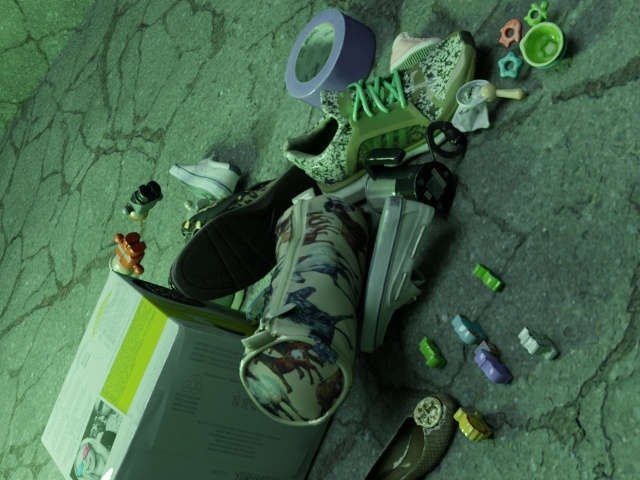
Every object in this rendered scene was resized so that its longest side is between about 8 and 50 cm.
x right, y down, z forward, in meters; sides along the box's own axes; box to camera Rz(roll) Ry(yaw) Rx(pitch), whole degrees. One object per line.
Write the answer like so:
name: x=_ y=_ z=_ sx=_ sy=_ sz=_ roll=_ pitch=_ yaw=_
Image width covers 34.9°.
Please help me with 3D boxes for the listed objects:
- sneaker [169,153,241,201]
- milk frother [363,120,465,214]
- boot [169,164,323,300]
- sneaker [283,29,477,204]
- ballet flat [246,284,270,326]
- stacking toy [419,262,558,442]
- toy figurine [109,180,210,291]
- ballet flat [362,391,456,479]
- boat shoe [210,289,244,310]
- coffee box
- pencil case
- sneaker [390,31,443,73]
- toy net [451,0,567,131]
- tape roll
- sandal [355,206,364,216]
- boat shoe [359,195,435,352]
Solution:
sneaker: x=-0.251 y=-0.145 z=2.283 sx=0.091 sy=0.094 sz=0.258 roll=-53 pitch=35 yaw=-11
milk frother: x=0.158 y=-0.117 z=1.665 sx=0.143 sy=0.129 sz=0.135 roll=-33 pitch=19 yaw=-29
boot: x=-0.175 y=-0.002 z=1.916 sx=0.377 sy=0.138 sz=0.284 roll=-45 pitch=15 yaw=-31
sneaker: x=0.091 y=-0.214 z=1.718 sx=0.410 sy=0.182 sz=0.158 roll=-42 pitch=42 yaw=32
ballet flat: x=-0.050 y=0.096 z=1.773 sx=0.070 sy=0.070 sz=0.188 roll=-26 pitch=8 yaw=46
stacking toy: x=0.223 y=0.151 z=1.436 sx=0.167 sy=0.052 sz=0.221 roll=-55 pitch=34 yaw=19
toy figurine: x=-0.339 y=-0.003 z=2.204 sx=0.148 sy=0.213 sz=0.209 roll=132 pitch=149 yaw=-56
ballet flat: x=0.113 y=0.322 z=1.489 sx=0.249 sy=0.058 sz=0.084 roll=-56 pitch=35 yaw=18
boat shoe: x=-0.268 y=0.202 z=2.075 sx=0.319 sy=0.099 sz=0.116 roll=-62 pitch=33 yaw=9
coffee box: x=-0.223 y=0.285 z=1.740 sx=0.334 sy=0.338 sz=0.338 roll=26 pitch=94 yaw=57
pencil case: x=-0.017 y=0.088 z=1.603 sx=0.160 sy=0.183 sz=0.410 roll=-13 pitch=32 yaw=16
sneaker: x=0.171 y=-0.348 z=1.803 sx=0.134 sy=0.051 sz=0.070 roll=-23 pitch=59 yaw=53
toy net: x=0.275 y=-0.264 z=1.573 sx=0.232 sy=0.045 sz=0.122 roll=-40 pitch=62 yaw=29
tape roll: x=0.018 y=-0.353 z=2.004 sx=0.189 sy=0.080 sz=0.188 roll=-33 pitch=47 yaw=43
sandal: x=0.000 y=0.000 z=1.839 sx=0.219 sy=0.060 sz=0.090 roll=-24 pitch=53 yaw=48
boat shoe: x=0.120 y=0.060 z=1.603 sx=0.096 sy=0.088 sz=0.267 roll=-81 pitch=2 yaw=-73
